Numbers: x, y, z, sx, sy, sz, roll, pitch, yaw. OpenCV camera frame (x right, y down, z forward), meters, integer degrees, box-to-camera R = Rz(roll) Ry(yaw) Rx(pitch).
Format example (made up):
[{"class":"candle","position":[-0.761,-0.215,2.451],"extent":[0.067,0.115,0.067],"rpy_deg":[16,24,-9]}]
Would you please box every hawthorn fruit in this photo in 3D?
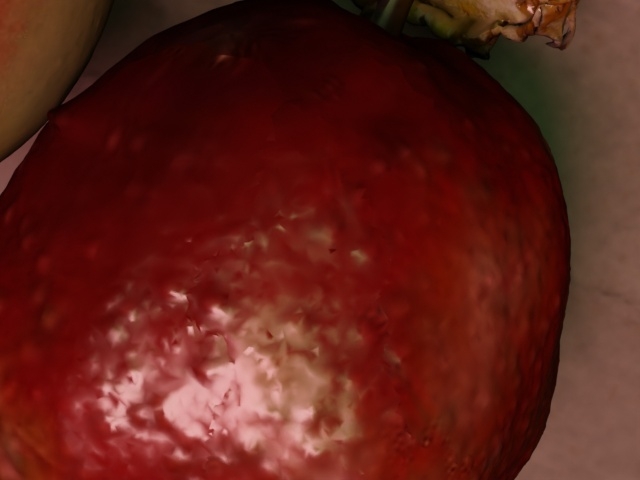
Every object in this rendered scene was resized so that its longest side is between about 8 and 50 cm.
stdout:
[{"class":"hawthorn fruit","position":[0.000,0.000,0.525],"extent":[0.210,0.230,0.266],"rpy_deg":[29,95,27]}]

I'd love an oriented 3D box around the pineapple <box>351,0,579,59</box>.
[{"class":"pineapple","position":[0.046,-0.161,0.520],"extent":[0.047,0.221,0.221],"rpy_deg":[-39,99,-33]}]

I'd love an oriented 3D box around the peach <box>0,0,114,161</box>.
[{"class":"peach","position":[-0.203,-0.149,0.490],"extent":[0.292,0.247,0.292],"rpy_deg":[2,108,7]}]
